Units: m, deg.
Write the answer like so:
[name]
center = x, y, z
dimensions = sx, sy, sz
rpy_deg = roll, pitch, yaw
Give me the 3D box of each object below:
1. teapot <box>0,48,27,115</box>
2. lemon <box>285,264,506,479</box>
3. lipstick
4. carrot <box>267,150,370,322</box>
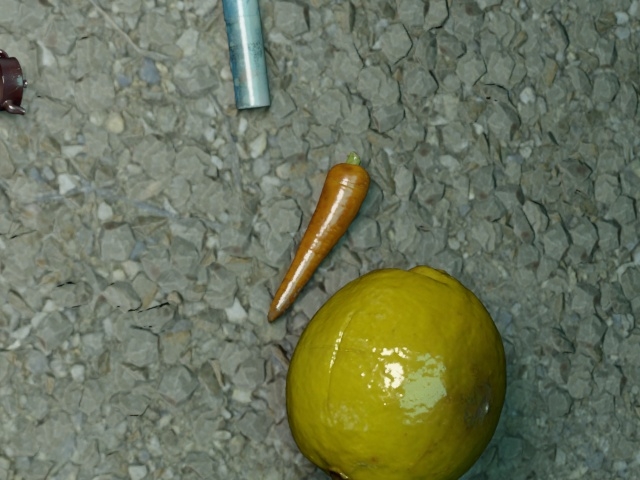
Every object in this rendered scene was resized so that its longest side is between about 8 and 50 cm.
[teapot]
center = -0.373, -0.190, 1.806
dimensions = 0.045, 0.068, 0.100
rpy_deg = -3, 58, -31
[lemon]
center = 0.099, 0.181, 1.938
dimensions = 0.297, 0.297, 0.297
rpy_deg = 0, 91, -28
[lipstick]
center = -0.096, -0.249, 1.958
dimensions = 0.048, 0.048, 0.157
rpy_deg = -9, 95, -27
[carrot]
center = 0.000, 0.000, 2.007
dimensions = 0.061, 0.061, 0.256
rpy_deg = 29, 81, -25
